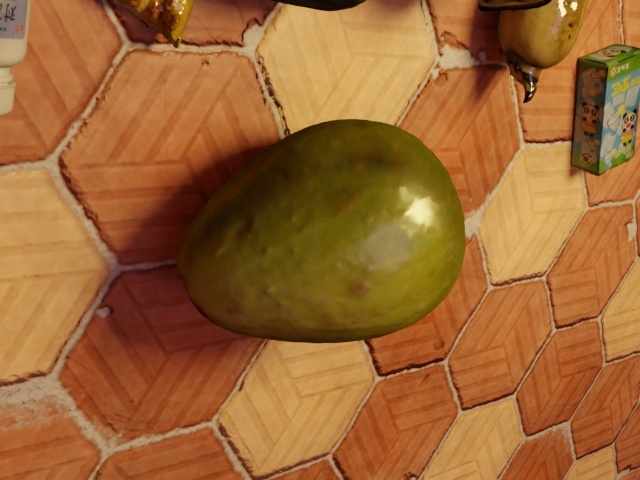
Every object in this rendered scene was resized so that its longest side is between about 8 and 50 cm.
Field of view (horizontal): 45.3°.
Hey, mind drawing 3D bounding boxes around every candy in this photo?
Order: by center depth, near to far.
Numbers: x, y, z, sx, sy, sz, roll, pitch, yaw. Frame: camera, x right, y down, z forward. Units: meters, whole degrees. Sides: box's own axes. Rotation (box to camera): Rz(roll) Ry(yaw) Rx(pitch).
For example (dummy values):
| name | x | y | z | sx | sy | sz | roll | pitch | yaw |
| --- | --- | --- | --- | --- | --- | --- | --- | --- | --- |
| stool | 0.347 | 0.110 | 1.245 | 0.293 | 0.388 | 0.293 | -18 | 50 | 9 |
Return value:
| name | x | y | z | sx | sy | sz | roll | pitch | yaw |
| --- | --- | --- | --- | --- | --- | --- | --- | --- | --- |
| candy | 0.472 | -0.214 | 1.261 | 0.097 | 0.062 | 0.195 | -24 | 124 | -26 |

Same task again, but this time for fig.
| name | x | y | z | sx | sy | sz | roll | pitch | yaw |
| --- | --- | --- | --- | --- | --- | --- | --- | --- | --- |
| fig | 0.000 | 0.000 | 0.869 | 0.326 | 0.258 | 0.258 | -18 | 122 | -16 |

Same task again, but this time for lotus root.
| name | x | y | z | sx | sy | sz | roll | pitch | yaw |
| --- | --- | --- | --- | --- | --- | --- | --- | --- | --- |
| lotus root | 0.298 | -0.300 | 1.042 | 0.125 | 0.118 | 0.221 | -12 | 122 | -48 |

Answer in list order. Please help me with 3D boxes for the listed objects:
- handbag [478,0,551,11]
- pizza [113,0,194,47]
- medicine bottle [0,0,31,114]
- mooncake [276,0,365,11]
| name | x | y | z | sx | sy | sz | roll | pitch | yaw |
| --- | --- | --- | --- | --- | --- | --- | --- | --- | --- |
| handbag | 0.303 | -0.425 | 0.906 | 0.358 | 0.236 | 0.160 | -39 | 128 | -17 |
| pizza | -0.170 | -0.314 | 0.709 | 0.134 | 0.056 | 0.271 | -18 | 121 | -41 |
| medicine bottle | -0.293 | -0.204 | 0.633 | 0.102 | 0.102 | 0.187 | 0 | 111 | -38 |
| mooncake | -0.028 | -0.291 | 0.760 | 0.175 | 0.168 | 0.104 | -4 | 113 | -54 |
